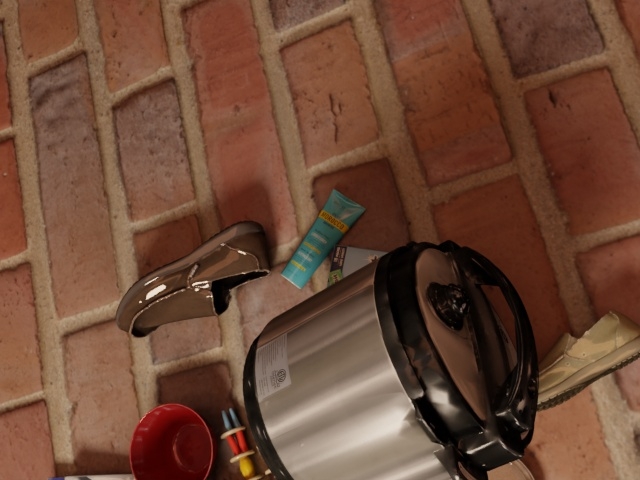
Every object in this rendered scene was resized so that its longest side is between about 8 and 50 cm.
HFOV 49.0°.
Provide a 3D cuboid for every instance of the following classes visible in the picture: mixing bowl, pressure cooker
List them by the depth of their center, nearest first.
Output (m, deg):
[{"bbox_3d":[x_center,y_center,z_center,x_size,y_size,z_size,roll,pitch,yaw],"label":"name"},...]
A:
[{"bbox_3d":[0.136,0.211,1.102,0.420,0.375,0.370,-33,83,26],"label":"pressure cooker"},{"bbox_3d":[-0.273,0.412,1.385,0.181,0.098,0.181,-4,78,18],"label":"mixing bowl"}]

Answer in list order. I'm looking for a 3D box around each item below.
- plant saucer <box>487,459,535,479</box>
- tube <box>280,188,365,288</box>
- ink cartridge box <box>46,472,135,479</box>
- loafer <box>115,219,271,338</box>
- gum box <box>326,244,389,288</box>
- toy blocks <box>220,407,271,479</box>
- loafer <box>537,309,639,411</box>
[{"bbox_3d":[0.293,0.444,1.218,0.168,0.029,0.168,-4,76,19],"label":"plant saucer"},{"bbox_3d":[0.000,0.000,1.409,0.080,0.052,0.207,34,85,13],"label":"tube"},{"bbox_3d":[-0.470,0.589,1.420,0.224,0.045,0.223,-6,72,9],"label":"ink cartridge box"},{"bbox_3d":[-0.255,0.102,1.425,0.366,0.134,0.130,-34,70,10],"label":"loafer"},{"bbox_3d":[0.103,0.098,1.350,0.184,0.041,0.157,9,82,21],"label":"gum box"},{"bbox_3d":[-0.133,0.384,1.358,0.123,0.054,0.148,-34,69,24],"label":"toy blocks"},{"bbox_3d":[0.420,0.208,1.188,0.268,0.102,0.092,-32,60,13],"label":"loafer"}]
